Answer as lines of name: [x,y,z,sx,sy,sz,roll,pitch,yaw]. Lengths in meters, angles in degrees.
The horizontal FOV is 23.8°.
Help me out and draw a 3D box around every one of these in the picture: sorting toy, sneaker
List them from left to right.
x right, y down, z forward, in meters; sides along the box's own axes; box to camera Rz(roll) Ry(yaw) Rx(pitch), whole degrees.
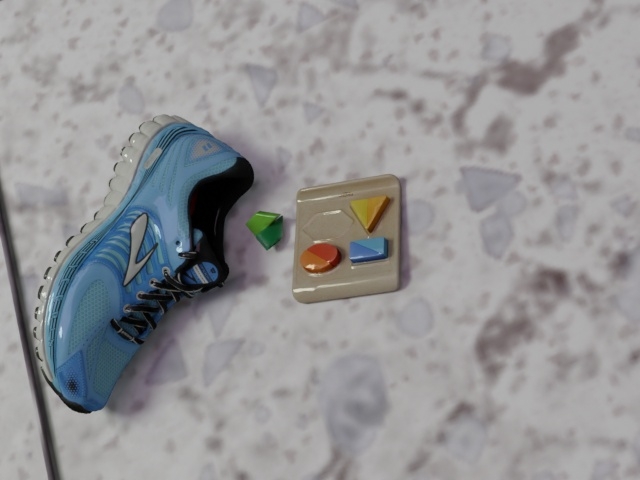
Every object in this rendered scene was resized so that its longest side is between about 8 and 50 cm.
sneaker: [-0.086,0.014,0.768,0.073,0.063,0.162,19,78,27]
sorting toy: [0.000,0.000,0.763,0.083,0.012,0.062,-9,66,21]
